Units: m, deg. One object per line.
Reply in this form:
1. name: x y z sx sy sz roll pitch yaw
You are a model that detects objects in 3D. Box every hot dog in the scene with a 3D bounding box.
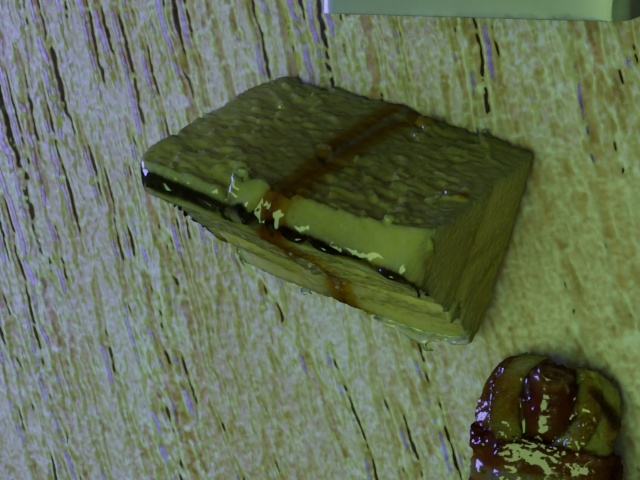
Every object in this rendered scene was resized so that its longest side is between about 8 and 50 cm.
1. hot dog: 0.185 0.202 1.493 0.146 0.103 0.213 6 105 27

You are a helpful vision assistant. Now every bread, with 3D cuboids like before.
1. bread: 0.000 0.000 1.452 0.263 0.236 0.198 19 112 22

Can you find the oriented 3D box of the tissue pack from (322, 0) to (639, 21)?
1. tissue pack: 0.139 -0.245 1.358 0.246 0.159 0.136 6 105 26
